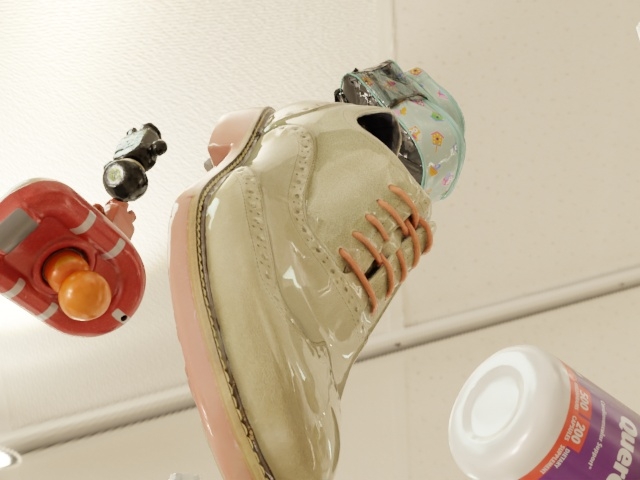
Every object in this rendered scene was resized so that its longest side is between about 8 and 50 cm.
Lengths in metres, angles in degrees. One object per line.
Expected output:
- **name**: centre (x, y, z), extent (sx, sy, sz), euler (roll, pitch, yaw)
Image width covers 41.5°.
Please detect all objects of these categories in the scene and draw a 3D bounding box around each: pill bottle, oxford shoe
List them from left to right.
- **oxford shoe**: centre (0.000, 0.000, 0.536), extent (0.146, 0.397, 0.141), euler (-14, -57, 9)
- **pill bottle**: centre (0.331, 0.279, 1.070), extent (0.322, 0.181, 0.182), euler (33, -93, -21)

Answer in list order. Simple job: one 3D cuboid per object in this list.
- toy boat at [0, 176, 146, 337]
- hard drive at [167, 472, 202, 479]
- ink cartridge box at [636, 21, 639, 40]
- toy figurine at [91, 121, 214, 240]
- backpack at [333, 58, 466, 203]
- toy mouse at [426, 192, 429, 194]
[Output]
- **toy boat**: centre (-0.297, 0.042, 1.007), extent (0.151, 0.151, 0.231), euler (-44, -41, -4)
- **hard drive**: centre (-0.215, 0.520, 1.158), extent (0.047, 0.233, 0.353), euler (9, -118, -11)
- **ink cartridge box**: centre (0.529, -0.204, 1.116), extent (0.100, 0.172, 0.237), euler (-16, -89, -7)
- **toy figurine**: centre (-0.213, -0.034, 1.173), extent (0.209, 0.148, 0.213), euler (20, -58, -12)
- **backpack**: centre (0.113, -0.132, 1.142), extent (0.144, 0.188, 0.166), euler (-16, -35, -26)
- **toy mouse**: centre (0.051, -0.021, 0.792), extent (0.031, 0.143, 0.161), euler (-10, -102, -51)
